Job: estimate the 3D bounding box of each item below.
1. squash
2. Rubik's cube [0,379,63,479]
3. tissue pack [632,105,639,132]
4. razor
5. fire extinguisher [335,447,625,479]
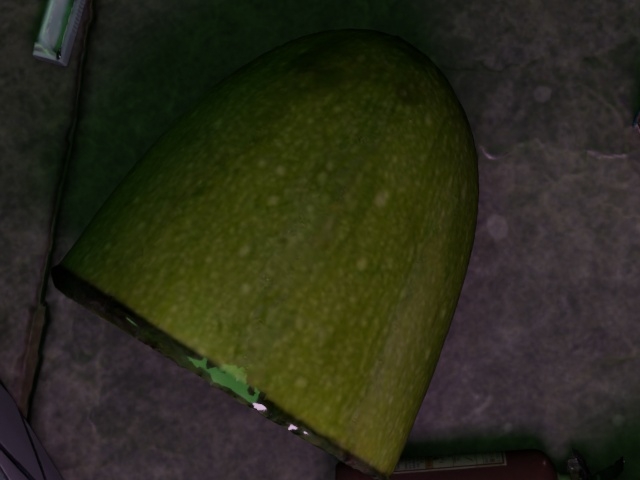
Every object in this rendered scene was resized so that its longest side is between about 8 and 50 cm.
[{"bbox_3d":[0.005,-0.016,1.517,0.310,0.310,0.309,32,87,6],"label":"squash"},{"bbox_3d":[-0.345,0.180,1.574,0.205,0.205,0.207,-32,83,1],"label":"Rubik's cube"},{"bbox_3d":[0.342,-0.098,1.583,0.169,0.120,0.082,-21,83,2],"label":"tissue pack"},{"bbox_3d":[-0.192,-0.284,1.678,0.111,0.056,0.277,15,94,7],"label":"razor"},{"bbox_3d":[0.126,0.198,1.590,0.231,0.099,0.071,-5,57,5],"label":"fire extinguisher"}]
